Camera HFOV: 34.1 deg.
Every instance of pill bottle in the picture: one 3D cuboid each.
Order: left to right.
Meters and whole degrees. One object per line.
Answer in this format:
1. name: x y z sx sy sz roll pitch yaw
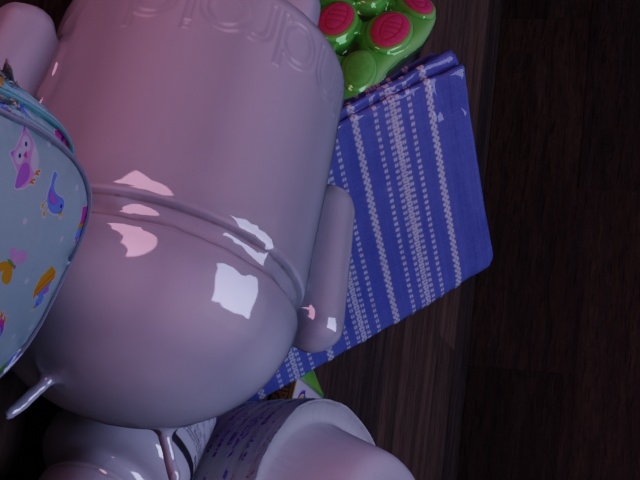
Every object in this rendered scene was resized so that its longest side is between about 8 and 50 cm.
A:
1. pill bottle: -0.134 0.132 0.755 0.193 0.108 0.108 -67 155 -48

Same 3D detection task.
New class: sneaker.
1. sneaker: 0.005 -0.129 1.139 0.202 0.185 0.482 110 -3 -53

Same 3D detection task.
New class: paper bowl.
1. paper bowl: -0.005 0.269 0.839 0.284 0.148 0.284 22 65 -59

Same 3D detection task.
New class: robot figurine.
1. robot figurine: -0.099 -0.032 0.674 0.300 0.200 0.353 25 60 -27

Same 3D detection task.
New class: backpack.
1. backpack: -0.188 -0.012 0.460 0.165 0.144 0.188 -66 169 1

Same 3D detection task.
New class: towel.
1. towel: 0.000 0.000 0.904 0.040 0.336 0.243 43 -25 50

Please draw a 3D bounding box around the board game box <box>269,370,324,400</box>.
1. board game box: -0.042 0.249 1.231 0.124 0.039 0.259 72 24 -53
